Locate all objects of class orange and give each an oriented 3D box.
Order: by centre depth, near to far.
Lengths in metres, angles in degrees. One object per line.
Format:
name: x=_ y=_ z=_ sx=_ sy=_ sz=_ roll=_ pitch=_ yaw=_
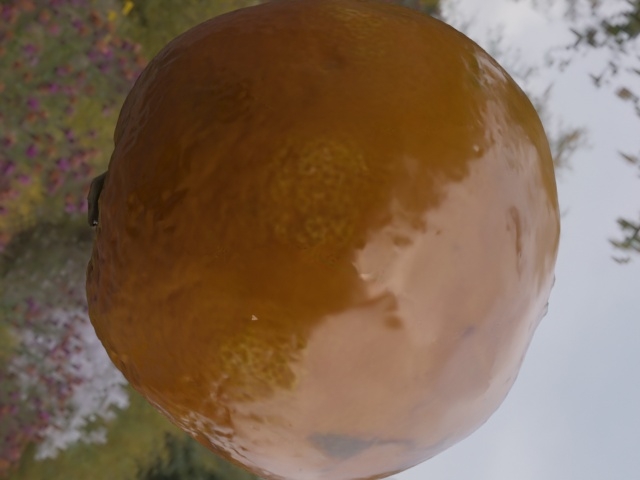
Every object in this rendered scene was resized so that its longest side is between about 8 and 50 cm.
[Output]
orange: x=0.000 y=0.000 z=0.858 sx=0.312 sy=0.312 sz=0.312 roll=-54 pitch=-170 yaw=14
